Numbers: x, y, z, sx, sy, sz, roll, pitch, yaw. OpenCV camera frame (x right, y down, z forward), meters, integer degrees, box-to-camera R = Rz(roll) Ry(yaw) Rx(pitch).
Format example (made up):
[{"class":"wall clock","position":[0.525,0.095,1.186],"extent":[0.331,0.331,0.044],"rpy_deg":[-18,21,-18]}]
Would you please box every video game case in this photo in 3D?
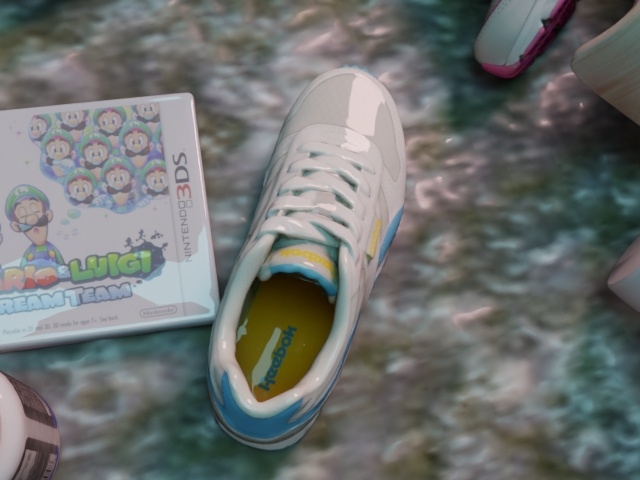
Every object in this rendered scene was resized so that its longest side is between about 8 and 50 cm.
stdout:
[{"class":"video game case","position":[-0.144,-0.012,0.519],"extent":[0.157,0.019,0.143],"rpy_deg":[-7,74,-8]}]

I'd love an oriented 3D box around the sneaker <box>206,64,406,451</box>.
[{"class":"sneaker","position":[0.000,0.000,0.493],"extent":[0.088,0.092,0.228],"rpy_deg":[14,72,0]}]

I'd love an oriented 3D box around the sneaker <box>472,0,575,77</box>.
[{"class":"sneaker","position":[0.127,-0.228,0.557],"extent":[0.111,0.103,0.252],"rpy_deg":[15,91,12]}]

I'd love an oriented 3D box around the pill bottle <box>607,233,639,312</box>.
[{"class":"pill bottle","position":[0.271,0.062,0.489],"extent":[0.216,0.121,0.121],"rpy_deg":[42,74,7]}]

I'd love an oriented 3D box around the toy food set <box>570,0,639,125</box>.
[{"class":"toy food set","position":[0.271,-0.185,0.562],"extent":[0.220,0.092,0.306],"rpy_deg":[28,72,-27]}]

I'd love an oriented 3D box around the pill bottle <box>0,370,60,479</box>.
[{"class":"pill bottle","position":[-0.173,0.095,0.423],"extent":[0.078,0.137,0.078],"rpy_deg":[2,73,-5]}]
